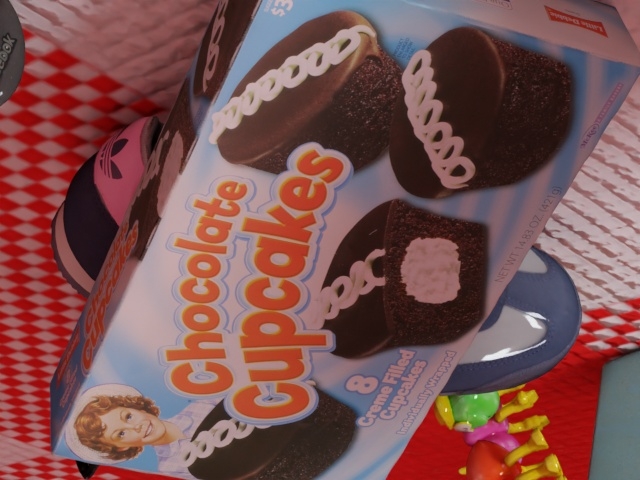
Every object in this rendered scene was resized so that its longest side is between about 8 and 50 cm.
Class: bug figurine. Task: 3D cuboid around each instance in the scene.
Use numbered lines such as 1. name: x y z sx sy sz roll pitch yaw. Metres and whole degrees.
1. bug figurine: 0.125 0.153 1.173 0.072 0.216 0.279 -24 154 6

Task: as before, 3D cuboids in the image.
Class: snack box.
1. snack box: 0.000 0.000 0.891 0.187 0.060 0.322 13 128 -20

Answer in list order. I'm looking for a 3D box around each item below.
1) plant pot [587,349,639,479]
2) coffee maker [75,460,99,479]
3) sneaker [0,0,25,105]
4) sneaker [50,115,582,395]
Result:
1. plant pot: 0.310 0.151 1.209 0.234 0.165 0.166 0 156 25
2. coffee maker: -0.056 0.108 1.199 0.178 0.120 0.171 16 151 -27
3. sneaker: -0.291 -0.083 0.851 0.286 0.109 0.130 11 160 -12
4. sneaker: 0.016 0.009 0.992 0.319 0.112 0.131 10 152 -16
